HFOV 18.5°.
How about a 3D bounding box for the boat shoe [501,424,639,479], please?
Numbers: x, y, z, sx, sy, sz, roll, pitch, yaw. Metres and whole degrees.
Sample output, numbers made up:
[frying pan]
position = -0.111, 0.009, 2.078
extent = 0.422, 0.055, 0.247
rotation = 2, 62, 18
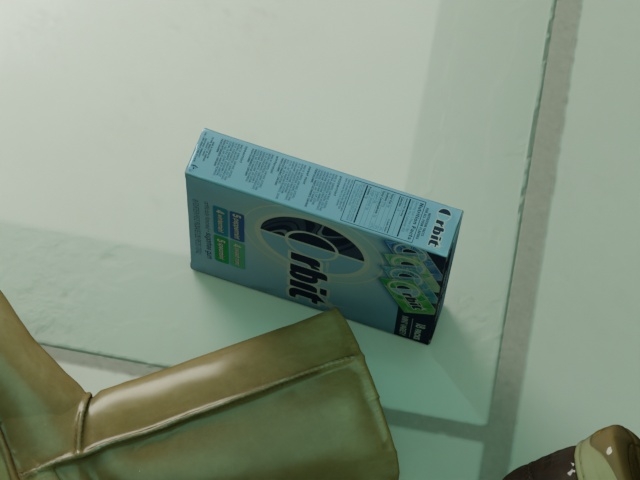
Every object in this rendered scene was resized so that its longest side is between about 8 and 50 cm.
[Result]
[boat shoe]
position = 0.195, 0.297, 1.277
extent = 0.123, 0.123, 0.342
rotation = -22, 70, 21

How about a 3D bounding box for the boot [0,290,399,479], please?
[boot]
position = -0.109, 0.099, 1.363
extent = 0.270, 0.089, 0.236
rotation = -17, 77, -9

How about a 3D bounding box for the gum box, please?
[gum box]
position = 0.000, 0.000, 1.368
extent = 0.184, 0.157, 0.041
rotation = 18, 65, 7
